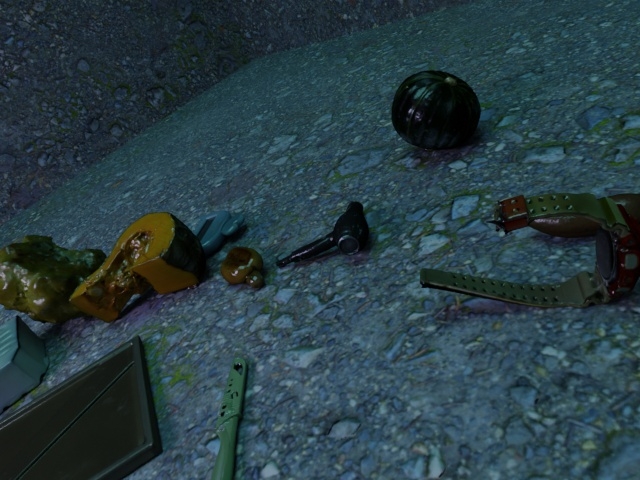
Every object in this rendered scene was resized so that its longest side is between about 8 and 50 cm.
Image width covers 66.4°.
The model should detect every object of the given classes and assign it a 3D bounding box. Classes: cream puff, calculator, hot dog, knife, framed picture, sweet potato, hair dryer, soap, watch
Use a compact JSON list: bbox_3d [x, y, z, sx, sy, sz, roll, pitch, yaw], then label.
[{"bbox_3d":[-0.661,0.109,1.210,0.281,0.185,0.282,18,19,-6],"label":"cream puff"},{"bbox_3d":[-0.331,-0.006,1.292,0.302,0.042,0.188,-13,32,22],"label":"calculator"},{"bbox_3d":[-0.164,0.059,1.052,0.140,0.060,0.090,4,45,51],"label":"hot dog"},{"bbox_3d":[-0.138,0.281,0.722,0.043,0.020,0.293,-21,30,12],"label":"knife"},{"bbox_3d":[-0.493,0.373,0.842,0.446,0.028,0.326,-32,30,-9],"label":"framed picture"},{"bbox_3d":[0.448,-0.043,0.742,0.255,0.058,0.078,-13,12,14],"label":"sweet potato"},{"bbox_3d":[0.000,0.000,1.024,0.219,0.075,0.195,-25,19,17],"label":"hair dryer"},{"bbox_3d":[-0.709,0.272,1.101,0.145,0.091,0.230,-39,34,-21],"label":"soap"},{"bbox_3d":[0.275,0.014,0.653,0.268,0.165,0.102,6,38,9],"label":"watch"}]

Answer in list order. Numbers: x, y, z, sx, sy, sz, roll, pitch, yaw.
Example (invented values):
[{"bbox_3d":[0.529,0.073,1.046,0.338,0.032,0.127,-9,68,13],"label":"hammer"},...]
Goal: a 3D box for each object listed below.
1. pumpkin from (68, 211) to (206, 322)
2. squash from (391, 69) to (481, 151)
[{"bbox_3d":[-0.390,0.076,1.102,0.190,0.139,0.281,18,65,34],"label":"pumpkin"},{"bbox_3d":[0.268,-0.303,1.149,0.172,0.218,0.218,-49,12,41],"label":"squash"}]
